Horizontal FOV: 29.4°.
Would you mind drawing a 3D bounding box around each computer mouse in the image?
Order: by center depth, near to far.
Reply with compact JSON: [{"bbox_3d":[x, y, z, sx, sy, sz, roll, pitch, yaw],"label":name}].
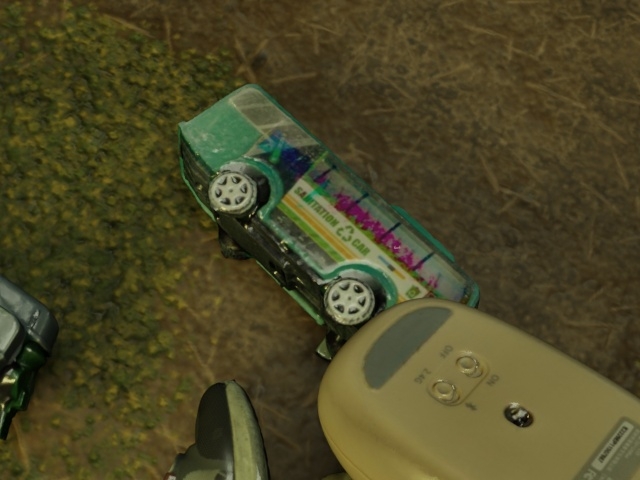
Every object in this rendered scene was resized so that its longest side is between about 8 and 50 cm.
[{"bbox_3d":[0.110,0.124,0.702,0.236,0.082,0.145,30,50,22],"label":"computer mouse"}]

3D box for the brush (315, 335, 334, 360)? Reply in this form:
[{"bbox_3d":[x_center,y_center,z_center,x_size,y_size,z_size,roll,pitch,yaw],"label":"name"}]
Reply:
[{"bbox_3d":[0.026,0.056,0.912,0.016,0.013,0.084,33,69,12],"label":"brush"}]

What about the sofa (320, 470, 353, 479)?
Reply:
[{"bbox_3d":[0.133,0.214,0.757,0.258,0.182,0.200,-6,65,-10],"label":"sofa"}]

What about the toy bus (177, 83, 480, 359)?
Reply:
[{"bbox_3d":[0.000,0.000,0.887,0.109,0.091,0.261,-39,71,-22],"label":"toy bus"}]

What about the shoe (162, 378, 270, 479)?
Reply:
[{"bbox_3d":[-0.083,0.203,0.787,0.112,0.099,0.228,-6,66,-2],"label":"shoe"}]

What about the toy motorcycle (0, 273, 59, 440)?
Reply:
[{"bbox_3d":[-0.294,0.017,0.836,0.274,0.125,0.187,35,75,7],"label":"toy motorcycle"}]
